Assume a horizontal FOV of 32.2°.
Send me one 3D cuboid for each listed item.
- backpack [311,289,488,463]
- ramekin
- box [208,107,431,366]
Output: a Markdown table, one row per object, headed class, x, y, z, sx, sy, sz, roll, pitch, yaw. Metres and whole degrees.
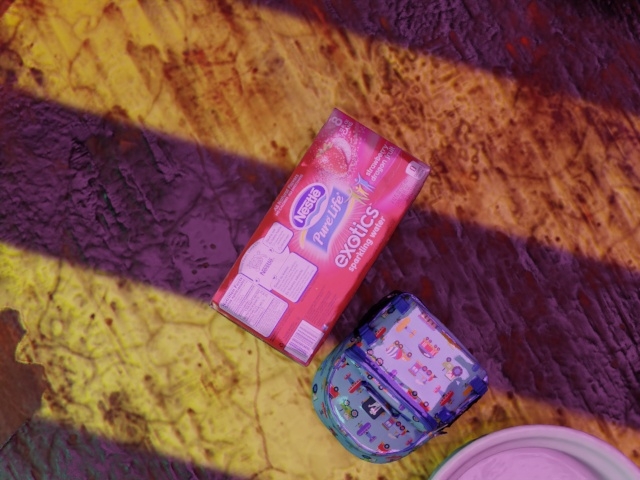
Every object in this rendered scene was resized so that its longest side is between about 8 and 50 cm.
| class | x | y | z | sx | sy | sz | roll | pitch | yaw |
| --- | --- | --- | --- | --- | --- | --- | --- | --- | --- |
| backpack | 0.078 | 0.159 | 1.218 | 0.173 | 0.117 | 0.158 | -41 | 86 | -1 |
| ramekin | 0.224 | 0.333 | 1.194 | 0.277 | 0.135 | 0.277 | 0 | 84 | -1 |
| box | 0.000 | 0.000 | 1.225 | 0.128 | 0.122 | 0.257 | 32 | 85 | 2 |
